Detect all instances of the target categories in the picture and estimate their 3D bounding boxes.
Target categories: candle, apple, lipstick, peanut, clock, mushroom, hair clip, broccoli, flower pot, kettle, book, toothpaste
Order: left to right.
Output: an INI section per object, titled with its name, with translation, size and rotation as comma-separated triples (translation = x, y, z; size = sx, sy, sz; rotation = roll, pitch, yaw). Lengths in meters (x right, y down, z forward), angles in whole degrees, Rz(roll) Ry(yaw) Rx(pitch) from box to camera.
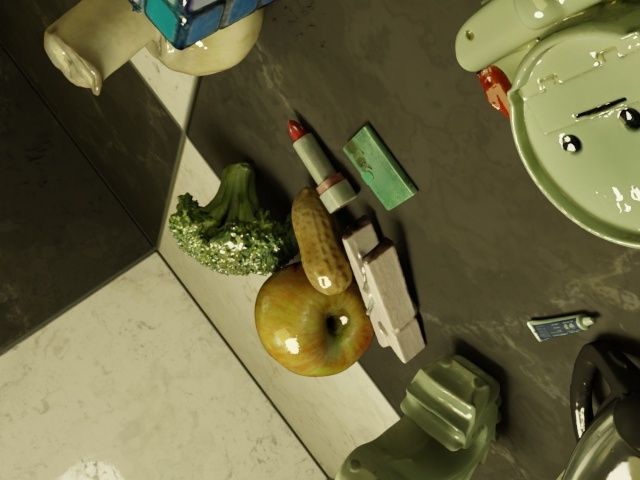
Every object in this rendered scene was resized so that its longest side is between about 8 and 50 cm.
[mushroom]
translation = -0.263, -0.374, 0.974
size = 0.314, 0.336, 0.314
rotation = 36, 156, 19
[broccoli]
translation = -0.201, -0.026, 1.456
size = 0.288, 0.235, 0.260
rotation = 22, -145, -41
[apple]
translation = -0.018, 0.163, 1.380
size = 0.264, 0.264, 0.264
rotation = 42, 155, 25
[lipstick]
translation = -0.004, -0.144, 1.169
size = 0.186, 0.057, 0.063
rotation = 58, 158, 2
[peanut]
translation = 0.000, 0.000, 1.250
size = 0.108, 0.095, 0.226
rotation = 66, -174, -77
[book]
translation = 0.096, -0.117, 1.055
size = 0.135, 0.017, 0.103
rotation = 54, 157, -1
[hair clip]
translation = 0.129, 0.105, 1.228
size = 0.101, 0.085, 0.331
rotation = 33, 156, 45
[flower pot]
translation = 0.182, 0.394, 1.169
size = 0.164, 0.367, 0.254
rotation = 31, 150, 35
[candle]
translation = 0.235, -0.137, 0.720
size = 0.162, 0.053, 0.048
rotation = 53, 163, -4
[toothpaste]
translation = 0.346, 0.123, 0.915
size = 0.037, 0.021, 0.140
rotation = 59, 160, 4
[clock]
translation = 0.285, -0.112, 0.567
size = 0.324, 0.108, 0.265
rotation = 58, 158, -6
[kettle]
translation = 0.428, 0.284, 0.822
size = 0.207, 0.251, 0.271
rotation = 7, 130, 19

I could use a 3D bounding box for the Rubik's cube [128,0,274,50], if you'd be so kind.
[Rubik's cube]
translation = -0.101, -0.421, 0.615
size = 0.292, 0.293, 0.287
rotation = 51, 152, 4

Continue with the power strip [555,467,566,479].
[power strip]
translation = 0.457, 0.427, 1.103
size = 0.080, 0.048, 0.286
rotation = 43, 156, 28
